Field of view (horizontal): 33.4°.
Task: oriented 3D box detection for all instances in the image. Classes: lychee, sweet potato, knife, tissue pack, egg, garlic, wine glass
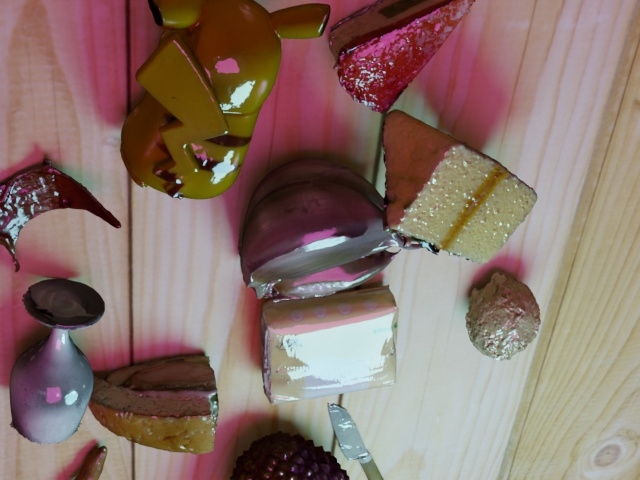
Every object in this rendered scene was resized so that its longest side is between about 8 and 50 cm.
[{"bbox_3d":[-0.056,0.455,1.833,0.271,0.271,0.271,-9,129,-11],"label":"lychee"},{"bbox_3d":[-0.404,0.409,1.801,0.044,0.044,0.179,25,116,-32],"label":"sweet potato"},{"bbox_3d":[0.067,0.390,1.954,0.047,0.017,0.298,-19,131,5],"label":"knife"},{"bbox_3d":[0.013,0.168,1.714,0.222,0.090,0.186,-8,127,-13],"label":"tissue pack"},{"bbox_3d":[0.301,0.127,1.760,0.118,0.116,0.140,19,89,-16],"label":"egg"},{"bbox_3d":[0.000,0.000,1.508,0.292,0.210,0.237,-22,124,11],"label":"garlic"},{"bbox_3d":[-0.392,0.181,1.573,0.126,0.126,0.241,5,123,-22],"label":"wine glass"}]

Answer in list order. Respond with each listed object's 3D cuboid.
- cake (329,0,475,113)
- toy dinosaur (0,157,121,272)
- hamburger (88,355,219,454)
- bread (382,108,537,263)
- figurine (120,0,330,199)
[{"bbox_3d":[0.098,-0.284,1.389,0.116,0.086,0.220,22,119,-33],"label":"cake"},{"bbox_3d":[-0.443,-0.012,1.414,0.327,0.113,0.207,7,124,-25],"label":"toy dinosaur"},{"bbox_3d":[-0.263,0.277,1.683,0.207,0.135,0.155,-2,125,-15],"label":"hamburger"},{"bbox_3d":[0.191,-0.079,1.488,0.141,0.178,0.266,-26,154,27],"label":"bread"},{"bbox_3d":[-0.148,-0.190,1.330,0.218,0.169,0.327,5,126,-27],"label":"figurine"}]
